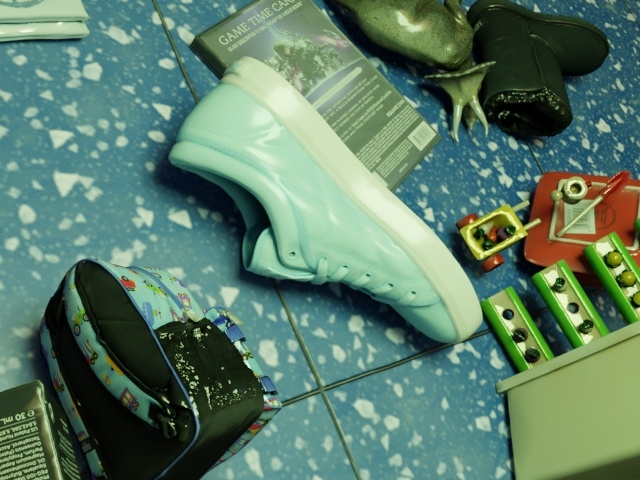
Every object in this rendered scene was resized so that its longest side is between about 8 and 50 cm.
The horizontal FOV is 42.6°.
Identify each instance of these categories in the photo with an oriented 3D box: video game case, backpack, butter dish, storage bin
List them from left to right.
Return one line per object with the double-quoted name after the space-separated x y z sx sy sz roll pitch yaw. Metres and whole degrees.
-0.134 0.098 0.630 0.117 0.158 0.173 -13 59 -47 "backpack"
0.004 -0.172 0.968 0.274 0.026 0.196 45 48 -2 "video game case"
0.345 0.004 1.040 0.160 0.118 0.160 9 53 18 "butter dish"
0.370 0.191 0.837 0.261 0.262 0.123 19 55 -25 "storage bin"

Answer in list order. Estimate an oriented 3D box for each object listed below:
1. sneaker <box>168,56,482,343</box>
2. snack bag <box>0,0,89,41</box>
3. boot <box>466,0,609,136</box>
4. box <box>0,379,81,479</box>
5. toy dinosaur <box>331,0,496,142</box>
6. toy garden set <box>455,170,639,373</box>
0.000 0.000 0.818 0.366 0.135 0.150 45 78 -10 "sneaker"
-0.423 -0.308 0.750 0.343 0.037 0.323 -17 73 -40 "snack bag"
0.324 -0.231 1.174 0.247 0.094 0.207 12 54 -23 "boot"
-0.255 0.210 0.446 0.261 0.103 0.184 -15 69 -14 "box"
0.117 -0.281 1.049 0.314 0.121 0.160 33 37 -19 "toy dinosaur"
0.292 0.018 0.931 0.244 0.049 0.203 -29 76 1 "toy garden set"
